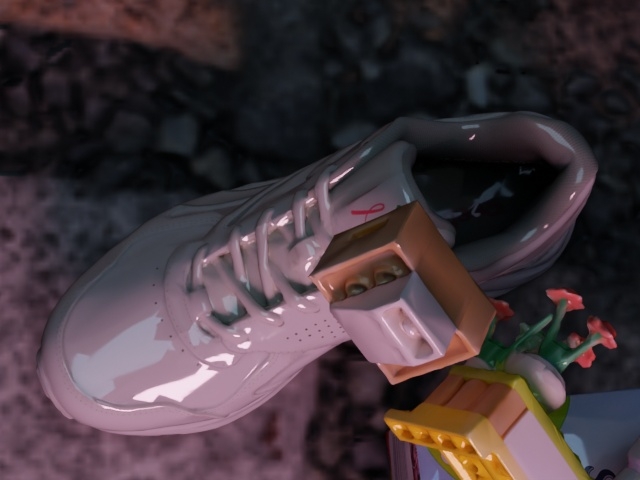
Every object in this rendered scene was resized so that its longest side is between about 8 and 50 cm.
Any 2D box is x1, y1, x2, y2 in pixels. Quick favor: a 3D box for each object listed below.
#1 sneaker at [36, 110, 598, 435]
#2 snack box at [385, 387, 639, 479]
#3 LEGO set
[{"bbox_3d":[0.000,0.000,0.558,0.232,0.115,0.090,-25,80,-12],"label":"sneaker"},{"bbox_3d":[0.124,0.161,0.557,0.175,0.070,0.207,-4,75,-7],"label":"snack box"},{"bbox_3d":[0.128,0.082,0.484,0.287,0.132,0.107,40,67,11],"label":"LEGO set"}]
